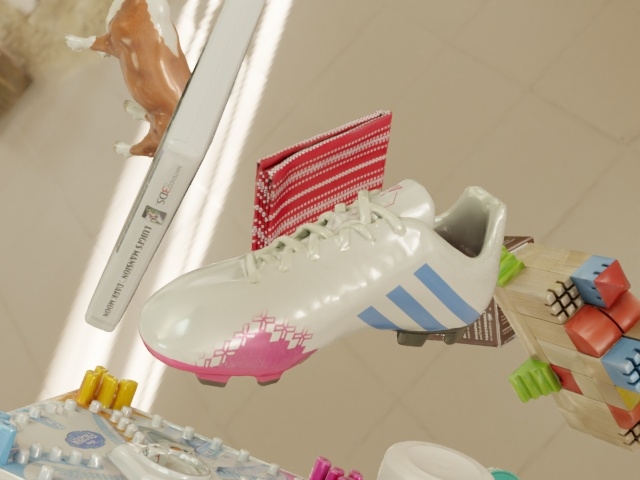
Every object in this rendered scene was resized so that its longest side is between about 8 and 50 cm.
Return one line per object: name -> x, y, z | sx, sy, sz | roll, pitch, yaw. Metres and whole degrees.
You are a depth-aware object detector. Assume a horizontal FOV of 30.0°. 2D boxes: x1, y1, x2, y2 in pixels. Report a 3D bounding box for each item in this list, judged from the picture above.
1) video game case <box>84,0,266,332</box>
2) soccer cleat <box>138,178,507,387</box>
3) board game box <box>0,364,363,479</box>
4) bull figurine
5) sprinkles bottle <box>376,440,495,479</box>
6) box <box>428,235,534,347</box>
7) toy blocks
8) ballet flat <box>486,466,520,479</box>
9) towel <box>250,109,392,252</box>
video game case -> -0.072, -0.065, 0.660 | 0.173, 0.022, 0.190 | 125, 166, -50
soccer cleat -> 0.011, 0.017, 0.930 | 0.116, 0.331, 0.143 | 41, 126, 41
board game box -> -0.159, 0.244, 1.310 | 0.390, 0.390, 0.050 | 20, 94, 10
bull figurine -> -0.264, -0.266, 1.771 | 0.188, 0.310, 0.101 | -9, 17, 36
sprinkles bottle -> 0.078, 0.393, 1.257 | 0.121, 0.121, 0.355 | 35, 114, 52
box -> 0.277, 0.088, 2.206 | 0.203, 0.167, 0.168 | 2, 16, 38
toy blocks -> 0.401, 0.157, 1.659 | 0.190, 0.381, 0.261 | -40, 22, -18
ballet flat -> 0.278, 0.553, 1.851 | 0.147, 0.147, 0.409 | -24, 41, 29
towel -> 0.000, 0.000, 1.353 | 0.199, 0.275, 0.031 | -26, 46, -37
